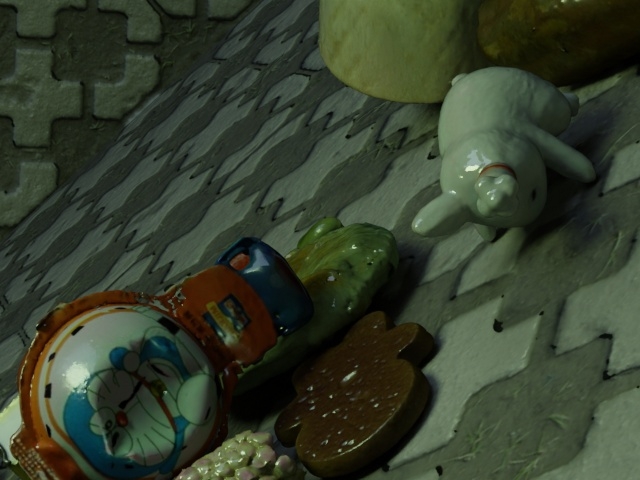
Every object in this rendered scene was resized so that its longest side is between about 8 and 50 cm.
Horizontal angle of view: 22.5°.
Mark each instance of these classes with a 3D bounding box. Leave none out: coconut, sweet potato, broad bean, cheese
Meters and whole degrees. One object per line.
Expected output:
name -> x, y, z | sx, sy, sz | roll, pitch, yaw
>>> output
coconut -> 0.131, -0.303, 2.039 | 0.328, 0.329, 0.329 | -37, 18, 14
sweet potato -> 0.322, -0.271, 1.735 | 0.369, 0.158, 0.158 | -20, 27, 52
broad bean -> 0.000, 0.000, 1.948 | 0.063, 0.045, 0.083 | -49, 11, -27
cheese -> -0.150, 0.122, 1.530 | 0.329, 0.217, 0.129 | -38, 4, -26

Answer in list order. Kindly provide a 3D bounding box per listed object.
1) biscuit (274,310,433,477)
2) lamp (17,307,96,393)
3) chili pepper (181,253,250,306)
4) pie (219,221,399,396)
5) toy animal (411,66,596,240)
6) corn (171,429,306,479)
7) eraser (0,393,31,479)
biscuit -> 0.034, 0.148, 1.522 | 0.180, 0.039, 0.236 | -34, 18, 8
lamp -> -0.248, 0.165, 1.845 | 0.187, 0.188, 0.164 | -21, 24, 48
chili pepper -> -0.127, 0.089, 1.927 | 0.084, 0.086, 0.192 | 2, 31, 34
pie -> -0.035, 0.079, 1.747 | 0.306, 0.071, 0.306 | -39, 8, 7
toy animal -> 0.178, -0.063, 1.585 | 0.140, 0.138, 0.282 | -41, 23, 29
corn -> -0.158, 0.298, 1.434 | 0.335, 0.127, 0.126 | -44, 17, -9
eraser -> -0.235, 0.209, 1.670 | 0.069, 0.226, 0.158 | 35, 74, 34
